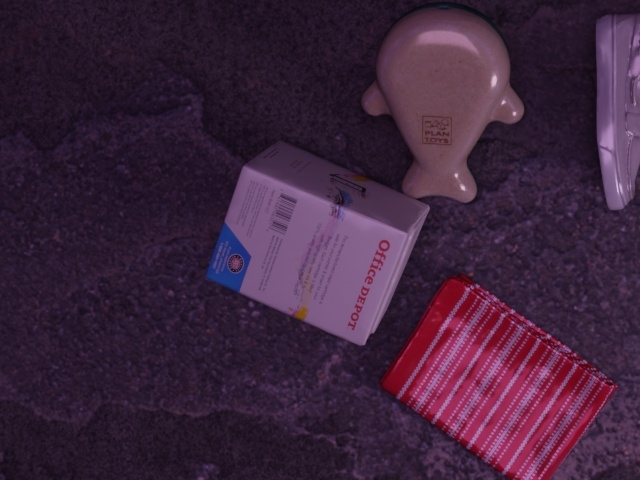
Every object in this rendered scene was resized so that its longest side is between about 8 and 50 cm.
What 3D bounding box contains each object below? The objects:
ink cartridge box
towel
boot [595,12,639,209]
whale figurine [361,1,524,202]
[{"bbox_3d":[0.000,0.000,1.786,0.232,0.168,0.171,24,110,8],"label":"ink cartridge box"},{"bbox_3d":[0.240,0.197,1.840,0.275,0.031,0.199,35,100,6],"label":"towel"},{"bbox_3d":[0.425,-0.170,1.744,0.123,0.095,0.258,-2,93,17],"label":"boot"},{"bbox_3d":[0.164,-0.187,1.791,0.216,0.141,0.272,3,119,10],"label":"whale figurine"}]
